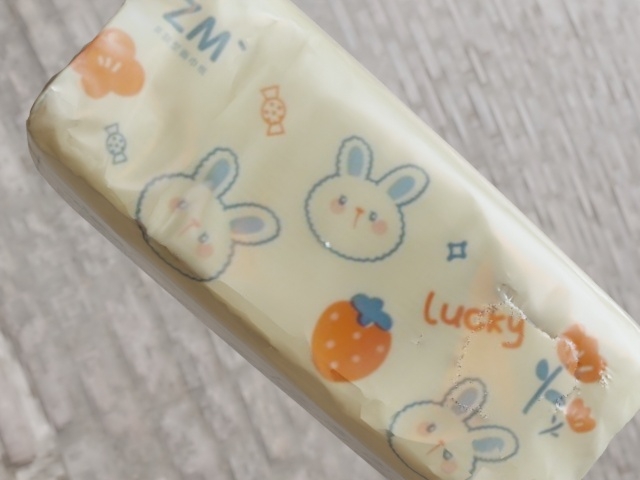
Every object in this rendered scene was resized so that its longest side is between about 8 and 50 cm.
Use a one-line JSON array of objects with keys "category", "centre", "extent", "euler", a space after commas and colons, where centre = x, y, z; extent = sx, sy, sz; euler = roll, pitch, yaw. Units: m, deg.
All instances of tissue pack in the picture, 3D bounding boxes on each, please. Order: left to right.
[{"category": "tissue pack", "centre": [0.000, 0.000, 0.512], "extent": [0.196, 0.092, 0.148], "euler": [40, -6, -7]}]
